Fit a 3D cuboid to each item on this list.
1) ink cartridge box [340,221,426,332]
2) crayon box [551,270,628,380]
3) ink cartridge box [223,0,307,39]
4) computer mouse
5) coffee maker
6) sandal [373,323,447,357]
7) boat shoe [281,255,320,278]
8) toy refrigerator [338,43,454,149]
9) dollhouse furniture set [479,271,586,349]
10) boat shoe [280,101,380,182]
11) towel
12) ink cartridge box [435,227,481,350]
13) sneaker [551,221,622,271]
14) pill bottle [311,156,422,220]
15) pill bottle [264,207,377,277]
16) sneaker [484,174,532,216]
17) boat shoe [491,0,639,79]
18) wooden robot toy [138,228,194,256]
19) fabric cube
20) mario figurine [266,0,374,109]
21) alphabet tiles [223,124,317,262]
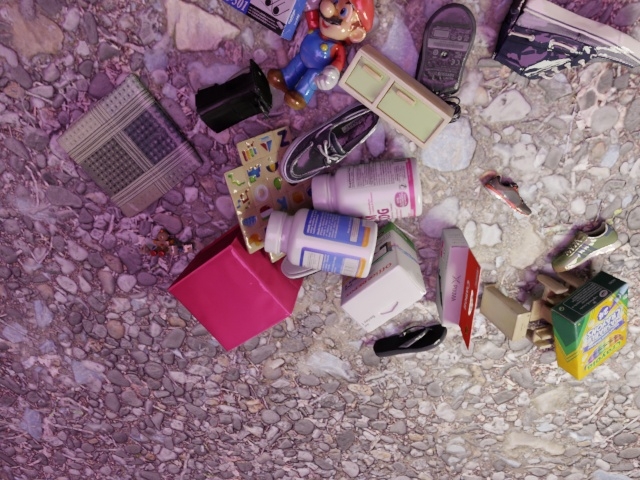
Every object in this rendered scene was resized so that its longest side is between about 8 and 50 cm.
[{"bbox_3d":[0.169,0.095,1.213,0.201,0.278,0.117,-40,107,21],"label":"ink cartridge box"},{"bbox_3d":[0.800,0.272,1.265,0.203,0.083,0.322,-33,125,-10],"label":"crayon box"},{"bbox_3d":[-0.139,-0.569,1.007,0.207,0.046,0.097,37,116,16],"label":"ink cartridge box"},{"bbox_3d":[0.291,-0.442,1.062,0.189,0.072,0.272,13,127,1],"label":"computer mouse"},{"bbox_3d":[-0.225,-0.356,1.095,0.179,0.171,0.120,-21,128,17],"label":"coffee maker"},{"bbox_3d":[0.293,0.328,1.414,0.255,0.097,0.054,-20,112,15],"label":"sandal"},{"bbox_3d":[0.030,0.033,1.238,0.303,0.114,0.091,-28,147,-8],"label":"boat shoe"},{"bbox_3d":[0.185,-0.350,1.045,0.270,0.094,0.102,37,127,-2],"label":"toy refrigerator"},{"bbox_3d":[0.649,0.203,1.321,0.243,0.161,0.211,-8,117,-15],"label":"dollhouse furniture set"},{"bbox_3d":[0.026,-0.249,1.116,0.301,0.102,0.108,-34,118,2],"label":"boat shoe"},{"bbox_3d":[-0.553,-0.263,1.249,0.325,0.056,0.312,-31,112,16],"label":"towel"},{"bbox_3d":[0.388,0.136,1.232,0.060,0.238,0.274,0,116,6],"label":"ink cartridge box"},{"bbox_3d":[0.755,0.013,1.238,0.192,0.064,0.086,-28,102,17],"label":"sneaker"},{"bbox_3d":[0.127,-0.131,1.173,0.284,0.160,0.160,-6,115,10],"label":"pill bottle"},{"bbox_3d":[0.000,0.000,1.109,0.273,0.152,0.152,12,116,2],"label":"pill bottle"},{"bbox_3d":[0.538,-0.125,1.192,0.158,0.061,0.064,32,108,-10],"label":"sneaker"},{"bbox_3d":[0.577,-0.442,1.010,0.341,0.127,0.158,25,122,2],"label":"boat shoe"},{"bbox_3d":[-0.495,0.005,1.357,0.174,0.076,0.078,0,105,5],"label":"wooden robot toy"},{"bbox_3d":[-0.236,0.117,1.278,0.254,0.259,0.258,-34,106,21],"label":"fabric cube"},{"bbox_3d":[-0.010,-0.480,1.014,0.198,0.170,0.320,36,116,-14],"label":"mario figurine"},{"bbox_3d":[-0.112,-0.124,1.169,0.011,0.285,0.342,14,126,46],"label":"alphabet tiles"}]
